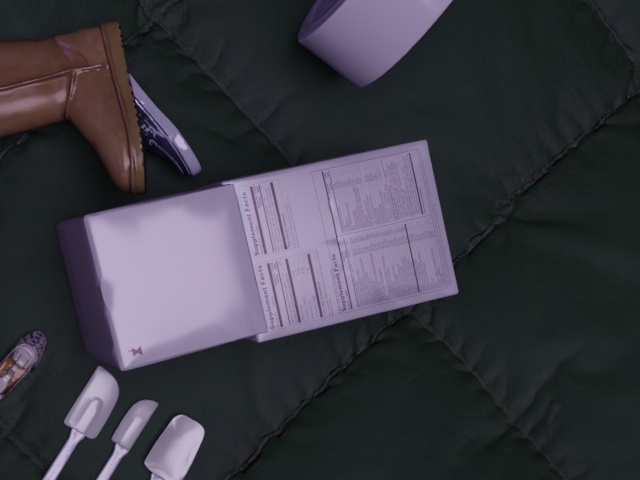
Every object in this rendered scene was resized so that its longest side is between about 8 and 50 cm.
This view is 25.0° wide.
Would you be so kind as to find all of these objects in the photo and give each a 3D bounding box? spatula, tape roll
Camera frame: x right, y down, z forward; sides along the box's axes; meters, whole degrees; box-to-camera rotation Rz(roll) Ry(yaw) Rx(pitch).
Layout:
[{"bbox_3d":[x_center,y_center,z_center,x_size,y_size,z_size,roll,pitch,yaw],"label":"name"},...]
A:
[{"bbox_3d":[-0.271,0.303,1.814,0.168,0.019,0.242,33,80,-15],"label":"spatula"},{"bbox_3d":[0.096,-0.331,1.797,0.100,0.286,0.286,38,79,-12],"label":"tape roll"}]

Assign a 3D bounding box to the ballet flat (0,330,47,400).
[{"bbox_3d":[-0.377,0.159,1.774,0.041,0.041,0.114,44,77,-12],"label":"ballet flat"}]

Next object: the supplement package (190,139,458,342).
[{"bbox_3d":[0.000,0.000,1.806,0.262,0.199,0.198,-13,93,-16],"label":"supplement package"}]

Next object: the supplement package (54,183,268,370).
[{"bbox_3d":[-0.195,0.040,1.698,0.175,0.293,0.177,-14,94,-16],"label":"supplement package"}]

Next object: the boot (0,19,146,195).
[{"bbox_3d":[-0.353,-0.139,1.727,0.269,0.089,0.236,-12,71,-6],"label":"boot"}]

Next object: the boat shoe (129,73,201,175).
[{"bbox_3d":[-0.235,-0.136,1.813,0.083,0.065,0.183,-41,94,-8],"label":"boat shoe"}]
